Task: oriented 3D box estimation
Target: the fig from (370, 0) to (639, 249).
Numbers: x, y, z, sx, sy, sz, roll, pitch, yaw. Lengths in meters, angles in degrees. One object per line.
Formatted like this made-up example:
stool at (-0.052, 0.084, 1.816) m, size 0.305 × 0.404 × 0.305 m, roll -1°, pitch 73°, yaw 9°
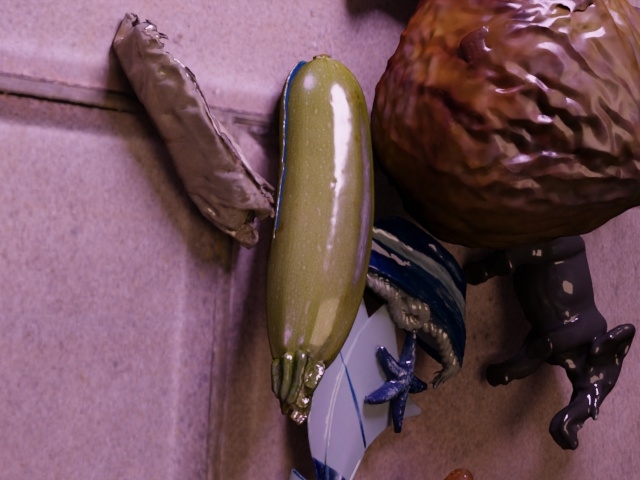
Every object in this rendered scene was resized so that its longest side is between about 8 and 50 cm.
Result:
fig at (0.243, -0.102, 1.646) m, size 0.286 × 0.368 × 0.286 m, roll -45°, pitch 146°, yaw -43°

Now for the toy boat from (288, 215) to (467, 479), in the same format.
toy boat at (0.056, 0.124, 1.701) m, size 0.210 × 0.070 × 0.292 m, roll 11°, pitch 86°, yaw -43°

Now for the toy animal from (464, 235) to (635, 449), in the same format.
toy animal at (0.239, 0.085, 1.863) m, size 0.146 × 0.114 × 0.245 m, roll -21°, pitch 107°, yaw -45°

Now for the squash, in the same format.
squash at (0.000, 0.000, 1.584) m, size 0.094 × 0.094 × 0.341 m, roll 28°, pitch 58°, yaw -45°

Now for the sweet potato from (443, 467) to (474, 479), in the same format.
sweet potato at (0.031, 0.334, 1.646) m, size 0.359 × 0.112 × 0.112 m, roll -38°, pitch 119°, yaw -44°

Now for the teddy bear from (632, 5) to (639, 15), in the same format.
teddy bear at (0.296, -0.167, 1.871) m, size 0.177 × 0.190 × 0.140 m, roll -26°, pitch 81°, yaw -30°

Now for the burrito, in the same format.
burrito at (-0.099, -0.085, 1.517) m, size 0.229 × 0.063 × 0.058 m, roll 61°, pitch 24°, yaw -28°
